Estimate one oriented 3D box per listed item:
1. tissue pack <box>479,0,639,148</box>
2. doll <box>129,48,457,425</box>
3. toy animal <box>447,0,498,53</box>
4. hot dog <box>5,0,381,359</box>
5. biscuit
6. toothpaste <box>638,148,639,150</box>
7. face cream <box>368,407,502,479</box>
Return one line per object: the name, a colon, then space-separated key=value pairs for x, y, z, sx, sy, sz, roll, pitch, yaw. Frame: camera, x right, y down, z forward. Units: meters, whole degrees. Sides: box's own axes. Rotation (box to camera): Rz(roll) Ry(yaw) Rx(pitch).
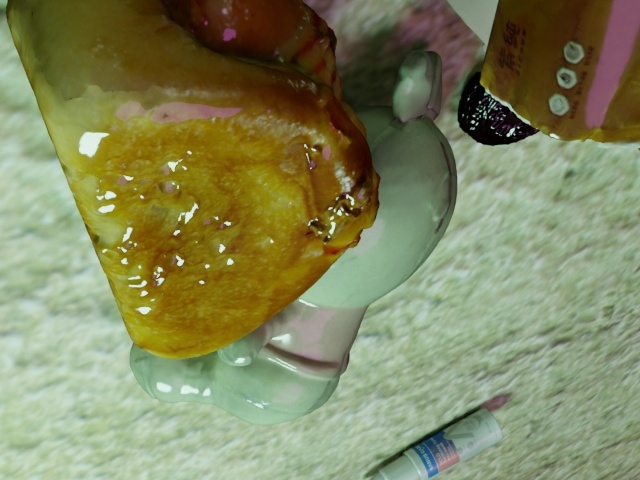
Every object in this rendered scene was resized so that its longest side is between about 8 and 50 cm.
tissue pack: x=0.186 y=-0.162 z=0.813 sx=0.183 sy=0.092 sz=0.226 roll=-7 pitch=125 yaw=-32
doll: x=0.007 y=0.011 z=1.035 sx=0.275 sy=0.113 sz=0.155 roll=-49 pitch=166 yaw=18
toy animal: x=0.159 y=-0.190 z=0.920 sx=0.212 sy=0.124 sz=0.124 roll=-44 pitch=151 yaw=0
hot dog: x=-0.055 y=-0.052 z=0.858 sx=0.153 sy=0.150 sz=0.256 roll=-22 pitch=148 yaw=-7
biscuit: x=0.130 y=-0.096 z=1.105 sx=0.087 sy=0.027 sz=0.089 roll=-38 pitch=150 yaw=5
toothpaste: x=0.324 y=-0.183 z=1.136 sx=0.320 sy=0.076 sz=0.066 roll=-34 pitch=151 yaw=-3
face cream: x=0.096 y=0.190 z=1.477 sx=0.130 sy=0.034 sz=0.034 roll=-27 pitch=149 yaw=-15
